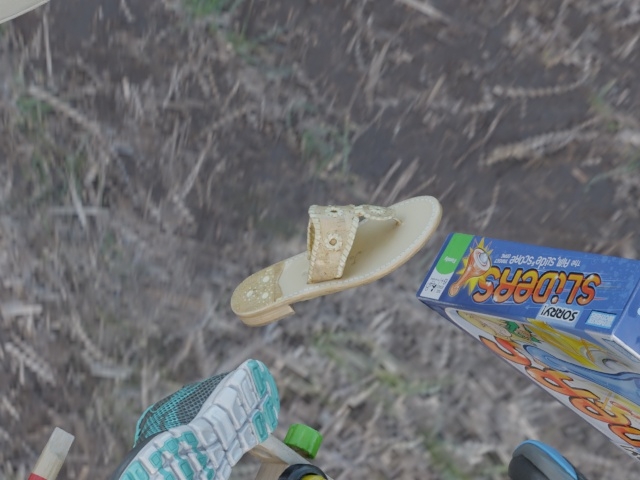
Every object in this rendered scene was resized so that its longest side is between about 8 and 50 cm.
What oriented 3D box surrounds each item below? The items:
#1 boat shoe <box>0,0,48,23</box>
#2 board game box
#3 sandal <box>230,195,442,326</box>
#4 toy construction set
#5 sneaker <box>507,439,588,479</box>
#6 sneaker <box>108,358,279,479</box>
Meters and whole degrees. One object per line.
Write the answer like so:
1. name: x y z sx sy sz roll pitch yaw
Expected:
1. boat shoe: -0.176 -0.200 1.139 0.254 0.095 0.079 -25 78 -1
2. board game box: 0.153 0.068 0.793 0.201 0.136 0.035 36 77 -27
3. sandal: 0.001 0.004 1.845 0.240 0.079 0.088 -28 38 17
4. toy construction set: -0.125 0.262 1.771 0.308 0.257 0.237 27 76 -11
5. sneaker: 0.252 0.349 1.725 0.139 0.125 0.341 -32 74 10
6. sneaker: -0.095 0.136 1.193 0.166 0.076 0.065 -38 112 -50
